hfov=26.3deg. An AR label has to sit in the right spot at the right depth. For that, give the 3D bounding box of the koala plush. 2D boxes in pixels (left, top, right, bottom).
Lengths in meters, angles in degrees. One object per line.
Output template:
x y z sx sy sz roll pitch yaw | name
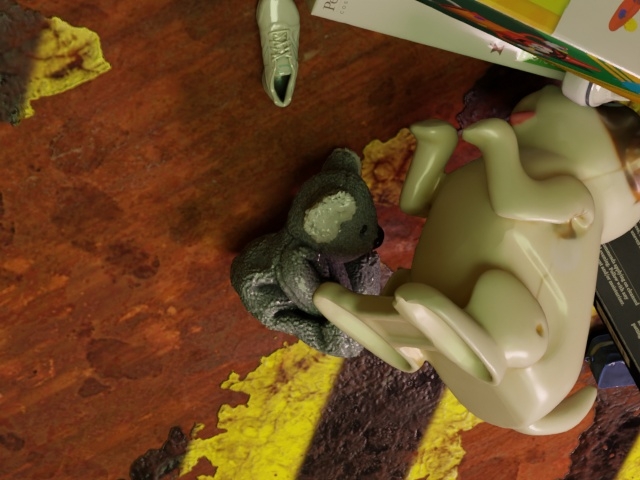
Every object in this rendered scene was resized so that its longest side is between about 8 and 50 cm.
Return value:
0.000 0.000 1.786 0.203 0.196 0.221 20 120 0 | koala plush

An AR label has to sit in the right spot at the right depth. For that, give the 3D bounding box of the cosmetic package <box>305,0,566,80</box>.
0.172 -0.337 1.634 0.366 0.155 0.197 10 121 -19 | cosmetic package

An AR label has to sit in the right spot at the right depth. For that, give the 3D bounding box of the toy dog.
0.261 -0.002 1.650 0.395 0.284 0.408 37 73 -12 | toy dog

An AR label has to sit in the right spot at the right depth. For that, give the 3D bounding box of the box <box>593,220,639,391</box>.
0.532 0.062 1.827 0.313 0.343 0.179 -27 162 6 | box

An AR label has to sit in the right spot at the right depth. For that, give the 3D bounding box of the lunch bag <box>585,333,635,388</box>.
0.445 0.176 2.059 0.099 0.065 0.067 -4 137 -11 | lunch bag

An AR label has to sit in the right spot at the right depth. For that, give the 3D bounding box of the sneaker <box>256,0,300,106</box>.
-0.047 -0.237 1.702 0.054 0.061 0.152 -7 121 -6 | sneaker

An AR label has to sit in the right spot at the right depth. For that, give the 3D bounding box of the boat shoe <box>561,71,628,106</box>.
0.438 -0.221 1.647 0.367 0.156 0.135 -27 144 -46 | boat shoe

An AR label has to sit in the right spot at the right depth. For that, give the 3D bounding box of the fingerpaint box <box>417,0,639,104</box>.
0.322 -0.396 1.407 0.371 0.163 0.444 20 93 -23 | fingerpaint box
